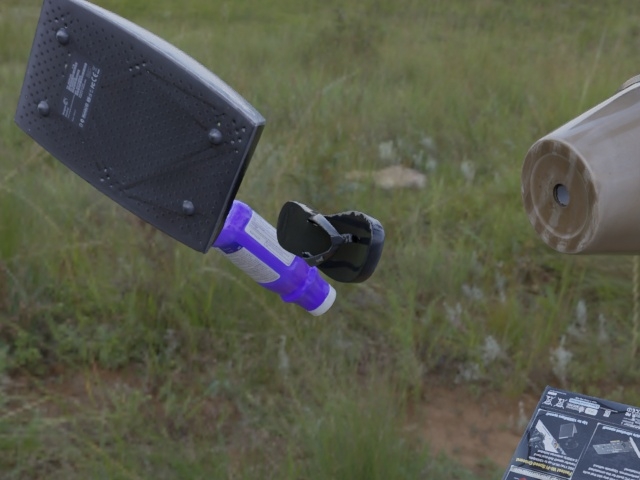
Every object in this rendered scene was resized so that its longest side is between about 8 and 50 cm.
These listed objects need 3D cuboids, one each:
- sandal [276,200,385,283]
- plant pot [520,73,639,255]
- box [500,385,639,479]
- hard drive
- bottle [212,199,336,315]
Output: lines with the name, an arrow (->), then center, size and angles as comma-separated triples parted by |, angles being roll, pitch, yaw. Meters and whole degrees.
sandal -> 0.000, 0.001, 1.323 | 0.055, 0.097, 0.254 | 8, 3, -33
plant pot -> 0.491, -0.101, 1.548 | 0.280, 0.323, 0.323 | -15, 31, -24
box -> 0.300, 0.270, 0.838 | 0.308, 0.076, 0.242 | 9, 50, 35
hard drive -> -0.177, -0.120, 0.942 | 0.255, 0.172, 0.054 | 34, 32, 14
bottle -> -0.089, 0.037, 1.793 | 0.283, 0.092, 0.118 | 40, -22, -26
